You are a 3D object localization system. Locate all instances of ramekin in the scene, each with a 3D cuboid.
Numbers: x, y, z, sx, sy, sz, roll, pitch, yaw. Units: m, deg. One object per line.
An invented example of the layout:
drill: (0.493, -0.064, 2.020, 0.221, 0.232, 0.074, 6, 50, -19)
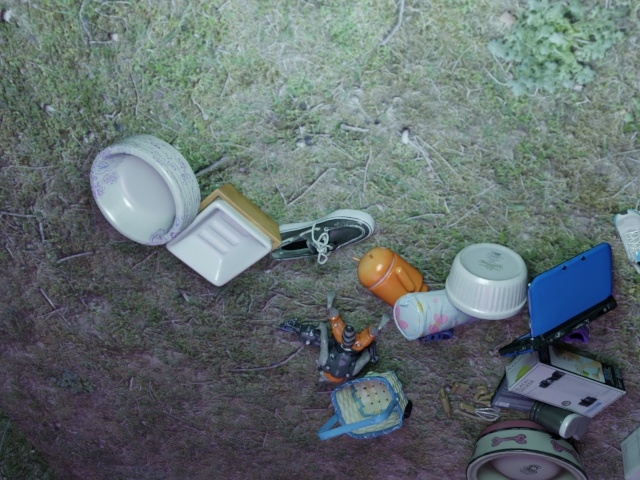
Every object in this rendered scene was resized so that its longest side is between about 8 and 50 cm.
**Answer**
ramekin: (0.428, 0.095, 1.628, 0.207, 0.207, 0.108, 7, 125, 10)

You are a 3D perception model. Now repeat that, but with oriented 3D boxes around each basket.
basket: (0.142, 0.550, 2.076, 0.255, 0.289, 0.201, -23, 94, 25)

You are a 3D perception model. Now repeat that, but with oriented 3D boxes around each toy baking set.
toy baking set: (0.512, 0.570, 2.184, 0.197, 0.030, 0.256, -1, 133, 17)

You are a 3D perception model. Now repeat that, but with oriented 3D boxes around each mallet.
mallet: (0.247, 0.547, 2.244, 0.190, 0.062, 0.039, 40, 131, -3)

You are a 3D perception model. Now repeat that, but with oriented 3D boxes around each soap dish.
soap dish: (-0.271, -0.016, 1.776, 0.229, 0.118, 0.291, 40, 131, -19)

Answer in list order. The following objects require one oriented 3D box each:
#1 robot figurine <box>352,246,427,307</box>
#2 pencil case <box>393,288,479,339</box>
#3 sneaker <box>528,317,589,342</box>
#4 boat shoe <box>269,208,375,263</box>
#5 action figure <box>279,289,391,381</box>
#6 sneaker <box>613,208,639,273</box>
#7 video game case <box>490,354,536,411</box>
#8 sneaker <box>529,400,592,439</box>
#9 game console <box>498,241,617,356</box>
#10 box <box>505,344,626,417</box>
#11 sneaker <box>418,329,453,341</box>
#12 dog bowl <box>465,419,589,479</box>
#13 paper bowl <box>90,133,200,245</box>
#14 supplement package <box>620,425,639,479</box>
robot figurine: (0.193, 0.101, 1.751, 0.219, 0.158, 0.128, 36, 111, -18)
pencil case: (0.328, 0.179, 1.704, 0.113, 0.273, 0.124, 28, 123, 51)
sneaker: (0.673, 0.246, 1.790, 0.170, 0.071, 0.068, 11, 135, 7)
boat shoe: (-0.002, -0.003, 1.722, 0.307, 0.104, 0.113, -6, 131, 22)
action figure: (0.033, 0.317, 1.983, 0.342, 0.178, 0.330, 14, 126, 0)
sneaker: (0.759, 0.007, 1.524, 0.071, 0.082, 0.190, -18, 124, 32)
video game case: (0.675, 0.461, 2.024, 0.196, 0.026, 0.274, 9, 134, 2)
sneaker: (0.764, 0.555, 2.026, 0.147, 0.104, 0.296, 27, -176, 40)
game console: (0.596, 0.155, 1.631, 0.173, 0.293, 0.250, 66, 156, 8)
box: (0.721, 0.412, 1.888, 0.290, 0.087, 0.169, 21, 134, -9)
sneaker: (0.331, 0.286, 1.939, 0.144, 0.059, 0.053, 7, 133, 8)
dog bowl: (0.724, 0.786, 2.249, 0.409, 0.150, 0.407, 9, 134, 9)
paper bowl: (-0.440, -0.140, 1.659, 0.285, 0.148, 0.284, 13, 123, 21)
supplement package: (1.089, 0.673, 2.036, 0.134, 0.139, 0.244, 16, 137, 3)
